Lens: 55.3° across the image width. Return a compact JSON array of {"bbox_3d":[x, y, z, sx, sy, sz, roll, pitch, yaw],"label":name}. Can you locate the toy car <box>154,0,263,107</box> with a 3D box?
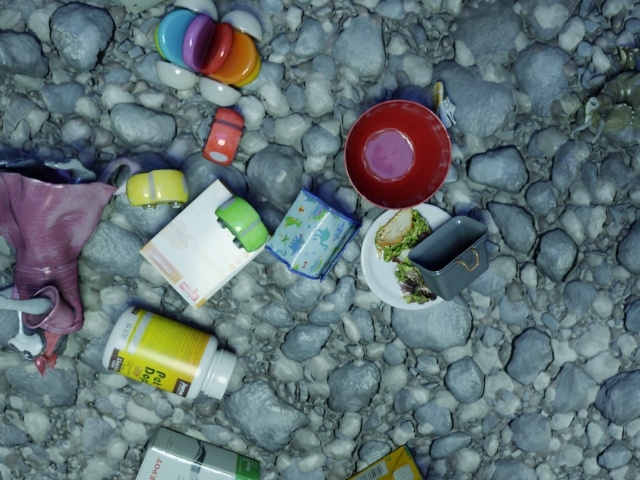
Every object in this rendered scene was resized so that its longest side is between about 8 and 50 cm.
[{"bbox_3d":[-0.185,-0.314,0.994,0.181,0.136,0.159,20,97,-6],"label":"toy car"}]

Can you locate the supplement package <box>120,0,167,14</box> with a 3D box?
[{"bbox_3d":[-0.232,-0.514,0.960,0.261,0.145,0.204,-22,99,0],"label":"supplement package"}]

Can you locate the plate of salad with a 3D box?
[{"bbox_3d":[0.173,0.032,1.111,0.199,0.048,0.200,-1,98,-4],"label":"plate of salad"}]

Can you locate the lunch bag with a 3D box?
[{"bbox_3d":[0.000,0.000,1.059,0.096,0.151,0.129,40,98,33],"label":"lunch bag"}]

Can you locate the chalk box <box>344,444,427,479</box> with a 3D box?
[{"bbox_3d":[0.167,0.571,1.120,0.180,0.179,0.289,-31,98,1],"label":"chalk box"}]

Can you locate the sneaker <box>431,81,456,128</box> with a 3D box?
[{"bbox_3d":[0.221,-0.241,1.087,0.036,0.032,0.083,-12,104,-16],"label":"sneaker"}]

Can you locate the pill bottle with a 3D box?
[{"bbox_3d":[-0.260,0.204,1.072,0.214,0.117,0.117,22,96,-6],"label":"pill bottle"}]

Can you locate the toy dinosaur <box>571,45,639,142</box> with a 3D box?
[{"bbox_3d":[0.591,-0.255,1.079,0.313,0.121,0.160,3,110,-8],"label":"toy dinosaur"}]

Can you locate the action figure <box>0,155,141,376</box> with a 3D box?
[{"bbox_3d":[-0.459,0.043,1.034,0.275,0.248,0.370,-11,107,-36],"label":"action figure"}]

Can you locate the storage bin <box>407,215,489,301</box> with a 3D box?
[{"bbox_3d":[0.235,0.038,1.059,0.135,0.098,0.091,-37,126,-15],"label":"storage bin"}]

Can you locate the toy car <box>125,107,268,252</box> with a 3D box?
[{"bbox_3d":[-0.164,-0.078,0.998,0.239,0.053,0.225,-42,97,-17],"label":"toy car"}]

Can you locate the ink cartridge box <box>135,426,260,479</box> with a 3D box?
[{"bbox_3d":[-0.235,0.457,1.125,0.208,0.087,0.153,23,96,-7],"label":"ink cartridge box"}]

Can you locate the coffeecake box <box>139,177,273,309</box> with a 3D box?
[{"bbox_3d":[-0.197,0.004,1.073,0.185,0.068,0.142,-42,98,3],"label":"coffeecake box"}]

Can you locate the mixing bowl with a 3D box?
[{"bbox_3d":[0.125,-0.148,1.057,0.181,0.098,0.182,-1,99,-4],"label":"mixing bowl"}]
